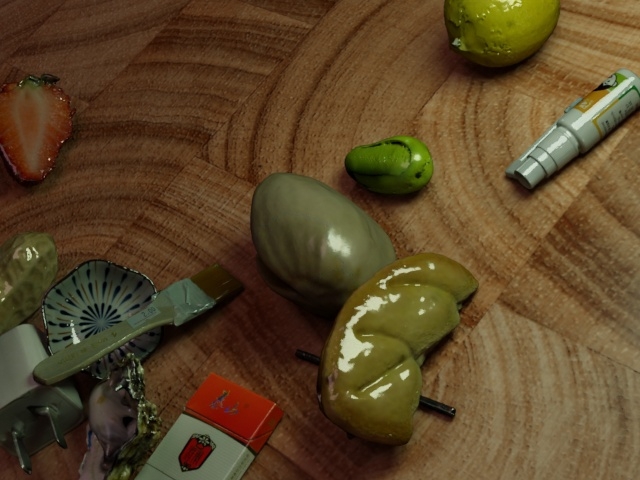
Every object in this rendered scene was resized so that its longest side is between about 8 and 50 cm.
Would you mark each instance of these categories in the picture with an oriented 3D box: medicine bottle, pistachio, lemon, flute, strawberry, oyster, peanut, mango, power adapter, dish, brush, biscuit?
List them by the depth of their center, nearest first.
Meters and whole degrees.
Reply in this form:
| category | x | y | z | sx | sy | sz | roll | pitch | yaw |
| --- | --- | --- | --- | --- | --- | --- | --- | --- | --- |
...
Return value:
| category | x | y | z | sx | sy | sz | roll | pitch | yaw |
| --- | --- | --- | --- | --- | --- | --- | --- | --- | --- |
| biscuit | 0.095 | 0.125 | 1.460 | 0.154 | 0.045 | 0.299 | 32 | 59 | -5 |
| flute | 0.069 | 0.190 | 1.507 | 0.269 | 0.014 | 0.014 | 17 | 63 | 36 |
| oyster | -0.282 | 0.271 | 1.561 | 0.214 | 0.083 | 0.223 | 7 | 78 | 71 |
| pistachio | 0.000 | 0.000 | 1.601 | 0.197 | 0.166 | 0.288 | -14 | 40 | -14 |
| medicine bottle | 0.364 | -0.160 | 1.612 | 0.220 | 0.061 | 0.092 | -40 | 22 | -7 |
| power adapter | -0.429 | 0.247 | 1.646 | 0.130 | 0.125 | 0.205 | -31 | 48 | 1 |
| brush | -0.272 | 0.125 | 1.651 | 0.336 | 0.020 | 0.085 | -29 | 49 | -26 |
| mango | 0.106 | -0.115 | 1.699 | 0.165 | 0.074 | 0.091 | 12 | 66 | 49 |
| dish | -0.335 | 0.126 | 1.709 | 0.190 | 0.066 | 0.191 | 4 | 74 | -14 |
| lemon | 0.285 | -0.361 | 1.732 | 0.206 | 0.173 | 0.173 | -30 | 46 | 2 |
| peanut | -0.532 | 0.106 | 1.809 | 0.120 | 0.136 | 0.298 | 34 | 69 | 7 |
| strawberry | -0.556 | -0.198 | 2.102 | 0.175 | 0.107 | 0.236 | 20 | 60 | -3 |

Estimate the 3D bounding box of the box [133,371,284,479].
| category | x | y | z | sx | sy | sz | roll | pitch | yaw |
| --- | --- | --- | --- | --- | --- | --- | --- | --- | --- |
| box | -0.168 | 0.306 | 1.524 | 0.139 | 0.035 | 0.245 | 20 | 66 | 39 |
